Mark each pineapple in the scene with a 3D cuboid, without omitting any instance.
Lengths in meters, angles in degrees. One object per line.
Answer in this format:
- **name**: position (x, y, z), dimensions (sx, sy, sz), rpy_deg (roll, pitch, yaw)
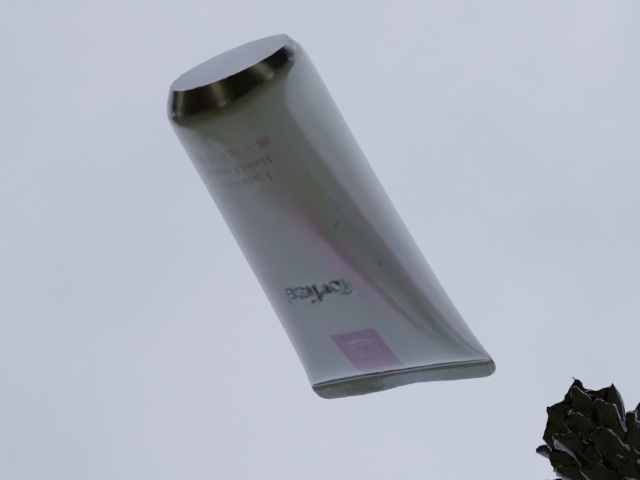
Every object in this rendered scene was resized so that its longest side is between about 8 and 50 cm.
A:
- **pineapple**: position (0.238, 0.213, 0.756), dimensions (0.158, 0.158, 0.279), rpy_deg (-47, -137, 8)

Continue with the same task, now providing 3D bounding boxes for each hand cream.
- **hand cream**: position (0.000, 0.000, 0.938), dimensions (0.185, 0.359, 0.118), rpy_deg (-14, -149, 27)
